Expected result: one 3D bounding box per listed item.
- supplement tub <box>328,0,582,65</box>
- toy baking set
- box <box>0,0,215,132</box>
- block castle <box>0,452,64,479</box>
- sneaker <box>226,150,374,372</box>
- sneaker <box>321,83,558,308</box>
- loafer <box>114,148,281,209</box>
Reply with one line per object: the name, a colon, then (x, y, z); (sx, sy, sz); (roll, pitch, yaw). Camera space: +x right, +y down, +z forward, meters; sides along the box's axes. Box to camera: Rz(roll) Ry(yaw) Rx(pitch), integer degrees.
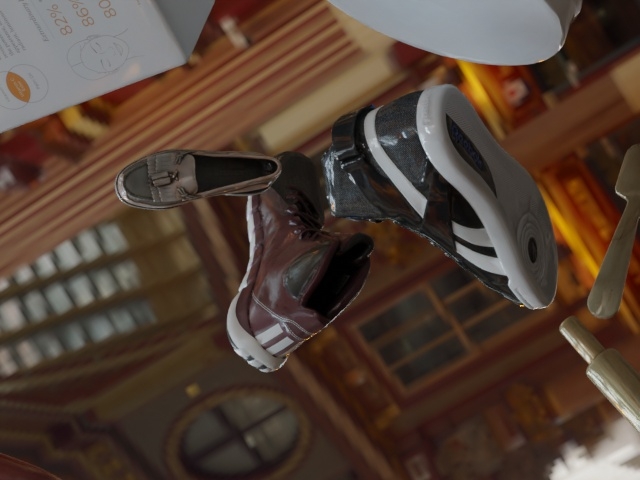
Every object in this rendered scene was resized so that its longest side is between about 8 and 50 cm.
supplement tub: (0.124, -0.302, 1.163); (0.228, 0.228, 0.316); (38, -112, -51)
toy baking set: (0.281, 0.054, 1.252); (0.256, 0.197, 0.030); (45, 174, 24)
box: (-0.181, -0.167, 1.152); (0.130, 0.170, 0.091); (61, -156, -28)
block castle: (-0.178, 0.253, 0.534); (0.213, 0.303, 0.453); (27, 148, 16)
sneaker: (0.000, 0.000, 1.802); (0.106, 0.162, 0.281); (33, -133, -31)
sneaker: (0.077, -0.025, 1.182); (0.217, 0.121, 0.079); (53, -140, -41)
loafer: (-0.090, -0.050, 1.269); (0.039, 0.125, 0.045); (158, 104, -67)
